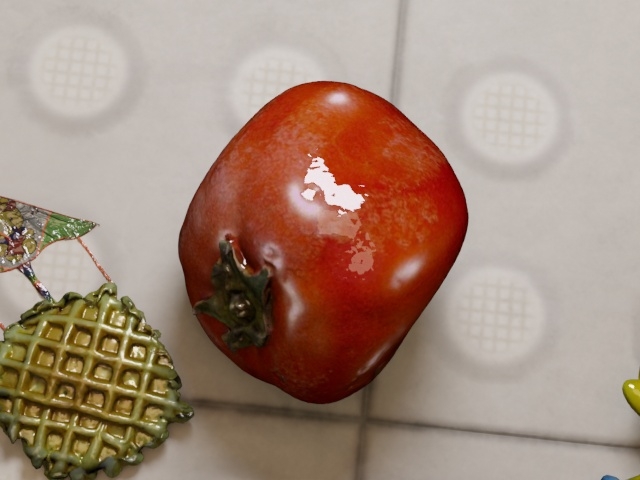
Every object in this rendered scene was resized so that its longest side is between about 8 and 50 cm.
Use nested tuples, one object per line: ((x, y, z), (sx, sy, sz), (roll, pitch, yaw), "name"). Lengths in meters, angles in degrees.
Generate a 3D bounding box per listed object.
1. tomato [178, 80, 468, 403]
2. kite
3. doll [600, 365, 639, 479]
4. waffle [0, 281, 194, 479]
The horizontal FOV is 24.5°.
((0.000, 0.000, 1.562), (0.293, 0.325, 0.289), (41, 52, 17), "tomato")
((-0.331, 0.044, 1.693), (0.198, 0.006, 0.244), (-33, 80, -9), "kite")
((0.415, 0.211, 1.619), (0.199, 0.145, 0.363), (24, 84, -5), "doll")
((-0.265, 0.161, 1.642), (0.207, 0.054, 0.214), (-29, 84, -6), "waffle")
